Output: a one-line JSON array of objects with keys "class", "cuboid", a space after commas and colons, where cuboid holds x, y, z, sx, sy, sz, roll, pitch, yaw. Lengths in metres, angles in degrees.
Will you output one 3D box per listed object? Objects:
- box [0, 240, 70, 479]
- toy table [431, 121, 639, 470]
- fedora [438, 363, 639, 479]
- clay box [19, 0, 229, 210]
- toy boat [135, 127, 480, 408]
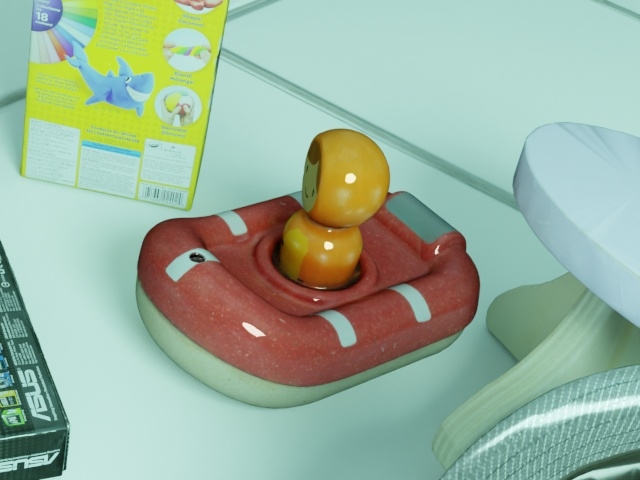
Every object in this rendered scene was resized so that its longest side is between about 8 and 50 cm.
[{"class": "box", "cuboid": [-0.250, 0.063, 0.647, 0.184, 0.045, 0.191, -8, 41, -26]}, {"class": "toy table", "cuboid": [0.196, 0.060, 0.696, 0.252, 0.161, 0.274, 4, 30, -19]}, {"class": "fedora", "cuboid": [0.154, 0.165, 0.534, 0.275, 0.244, 0.124, 1, 5, -3]}, {"class": "clay box", "cuboid": [-0.132, -0.134, 0.813, 0.127, 0.222, 0.053, 12, 34, -5]}, {"class": "toy boat", "cuboid": [0.000, 0.000, 0.732, 0.231, 0.151, 0.151, -17, 45, -38]}]
